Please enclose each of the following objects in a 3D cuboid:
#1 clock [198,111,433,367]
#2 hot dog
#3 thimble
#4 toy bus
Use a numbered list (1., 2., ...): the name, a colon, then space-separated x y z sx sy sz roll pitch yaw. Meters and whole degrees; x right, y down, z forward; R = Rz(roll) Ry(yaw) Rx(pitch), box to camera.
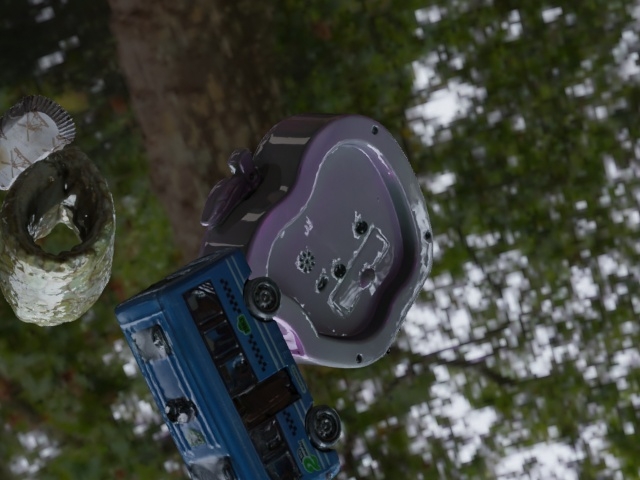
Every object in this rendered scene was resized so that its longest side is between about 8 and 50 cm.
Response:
1. clock: 0.000 0.000 1.821 0.102 0.338 0.338 3 -148 48
2. hot dog: -0.419 -0.134 1.983 0.192 0.099 0.053 -41 -174 39
3. thimble: -0.315 -0.007 1.676 0.137 0.143 0.190 5 -125 -8
4. toy bus: -0.089 0.141 1.345 0.134 0.246 0.113 -28 -175 -42
